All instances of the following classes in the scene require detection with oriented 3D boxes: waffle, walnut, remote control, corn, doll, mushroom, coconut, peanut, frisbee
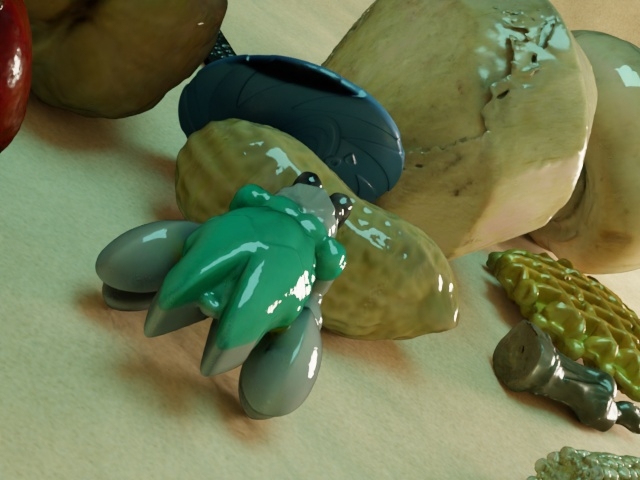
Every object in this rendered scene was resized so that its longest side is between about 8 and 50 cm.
[{"bbox_3d":[0.345,0.101,1.650,0.309,0.065,0.283,41,19,22],"label":"waffle"},{"bbox_3d":[-0.238,-0.291,1.302,0.306,0.306,0.344,28,26,-21],"label":"walnut"},{"bbox_3d":[-0.145,-0.257,1.715,0.063,0.025,0.245,16,30,-39],"label":"remote control"},{"bbox_3d":[0.302,0.250,1.287,0.211,0.087,0.087,20,27,-37],"label":"corn"},{"bbox_3d":[-0.051,0.045,1.072,0.258,0.153,0.195,-11,48,-42],"label":"doll"},{"bbox_3d":[0.374,-0.112,1.817,0.325,0.353,0.353,15,14,22],"label":"mushroom"},{"bbox_3d":[0.167,-0.144,1.502,0.352,0.352,0.352,31,22,-14],"label":"coconut"},{"bbox_3d":[0.000,0.000,1.270,0.325,0.140,0.153,33,6,-15],"label":"peanut"},{"bbox_3d":[-0.034,-0.096,1.327,0.242,0.242,0.045,29,55,-19],"label":"frisbee"}]

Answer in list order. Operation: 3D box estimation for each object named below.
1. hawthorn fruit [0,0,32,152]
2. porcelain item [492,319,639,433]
[{"bbox_3d":[-0.310,-0.153,1.019,0.185,0.202,0.185,26,32,-18],"label":"hawthorn fruit"},{"bbox_3d":[0.298,0.173,1.476,0.216,0.069,0.081,31,17,-27],"label":"porcelain item"}]
